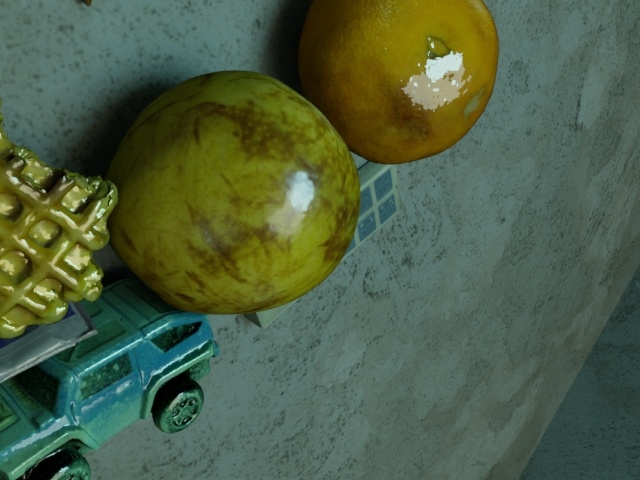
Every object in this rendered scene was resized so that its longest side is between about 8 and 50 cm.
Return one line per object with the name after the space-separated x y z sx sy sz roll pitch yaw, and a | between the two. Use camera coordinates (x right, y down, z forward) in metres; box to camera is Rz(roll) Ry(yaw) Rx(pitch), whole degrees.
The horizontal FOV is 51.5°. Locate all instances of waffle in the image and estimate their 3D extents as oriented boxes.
-0.323 -0.027 0.585 0.290 0.051 0.291 -7 112 -18 | waffle

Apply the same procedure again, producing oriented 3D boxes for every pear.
-0.096 -0.047 0.729 0.280 0.280 0.281 -25 128 -38 | pear

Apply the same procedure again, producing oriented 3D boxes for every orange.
0.098 -0.229 0.855 0.261 0.261 0.261 -25 128 -38 | orange

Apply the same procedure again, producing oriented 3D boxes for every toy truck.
-0.257 0.159 0.747 0.278 0.155 0.156 -29 133 -37 | toy truck

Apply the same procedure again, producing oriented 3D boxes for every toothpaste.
-0.372 0.118 0.646 0.282 0.068 0.099 -28 87 -26 | toothpaste

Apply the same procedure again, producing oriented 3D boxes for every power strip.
0.000 0.000 1.039 0.367 0.043 0.106 -40 135 -27 | power strip

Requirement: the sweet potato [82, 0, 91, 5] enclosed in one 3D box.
-0.226 -0.323 0.592 0.068 0.068 0.226 -31 132 -34 | sweet potato
